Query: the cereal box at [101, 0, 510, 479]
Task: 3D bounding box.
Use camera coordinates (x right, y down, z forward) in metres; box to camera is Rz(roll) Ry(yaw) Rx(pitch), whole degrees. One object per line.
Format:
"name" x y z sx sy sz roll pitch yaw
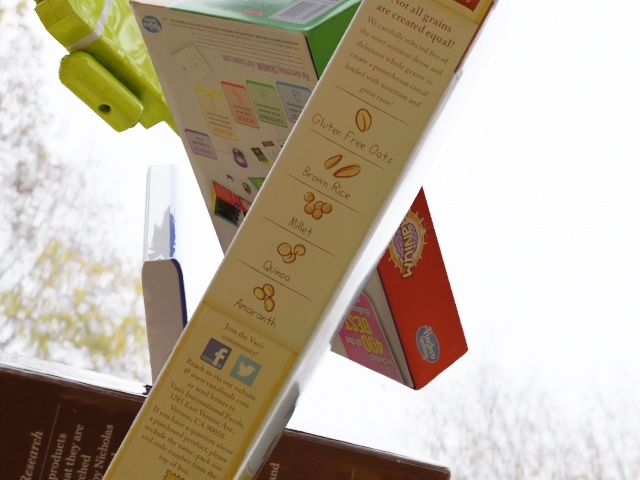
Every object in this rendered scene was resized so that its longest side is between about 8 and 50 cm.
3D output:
"cereal box" 0.000 0.000 0.575 0.047 0.173 0.240 30 -86 5

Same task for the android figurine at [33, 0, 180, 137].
"android figurine" -0.210 -0.229 1.541 0.056 0.248 0.273 -25 -53 31

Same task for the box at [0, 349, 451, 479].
"box" -0.121 0.177 1.070 0.382 0.191 0.143 17 -95 -16

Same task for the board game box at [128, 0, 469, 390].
"board game box" -0.018 -0.053 1.185 0.242 0.064 0.316 20 -44 49

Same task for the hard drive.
"hard drive" -0.150 0.065 1.483 0.040 0.318 0.210 -5 -71 -4
